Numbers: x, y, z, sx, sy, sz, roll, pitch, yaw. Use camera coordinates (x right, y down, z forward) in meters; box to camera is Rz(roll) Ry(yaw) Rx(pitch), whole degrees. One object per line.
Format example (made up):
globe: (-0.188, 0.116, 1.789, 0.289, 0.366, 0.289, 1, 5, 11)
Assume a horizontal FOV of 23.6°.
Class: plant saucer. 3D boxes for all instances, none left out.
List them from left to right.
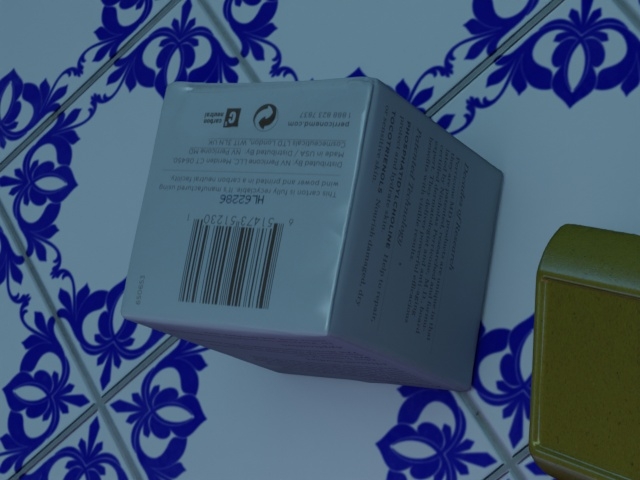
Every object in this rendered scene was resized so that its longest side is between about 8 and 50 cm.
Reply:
plant saucer: (0.350, 0.161, 1.802, 0.333, 0.081, 0.332, 12, 103, 59)

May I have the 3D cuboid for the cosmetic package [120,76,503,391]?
cosmetic package: (0.000, 0.000, 2.046, 0.329, 0.394, 0.327, 3, 76, 31)
